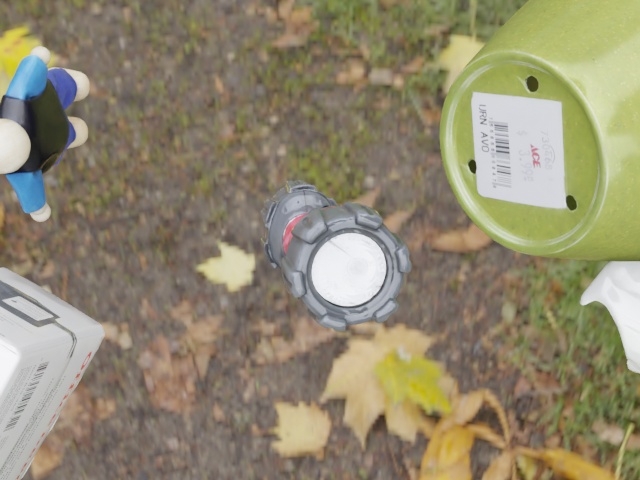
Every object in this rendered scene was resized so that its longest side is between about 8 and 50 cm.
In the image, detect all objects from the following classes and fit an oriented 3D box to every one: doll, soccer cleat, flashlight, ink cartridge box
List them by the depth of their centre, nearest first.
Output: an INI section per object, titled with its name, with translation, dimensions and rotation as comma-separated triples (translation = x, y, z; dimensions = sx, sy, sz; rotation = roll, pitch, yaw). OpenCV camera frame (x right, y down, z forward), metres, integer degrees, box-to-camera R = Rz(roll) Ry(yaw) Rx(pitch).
[ink cartridge box]
translation = -0.253, 0.116, 1.051
dimensions = 0.100, 0.237, 0.172
rotation = 31, 93, 4
[doll]
translation = -0.206, -0.077, 1.107
dimensions = 0.046, 0.189, 0.129
rotation = 4, 102, 3
[soccer cleat]
translation = 0.288, 0.095, 1.206
dimensions = 0.076, 0.068, 0.196
rotation = -40, 83, 15
[flashlight]
translation = 0.000, 0.000, 1.344
dimensions = 0.103, 0.304, 0.103
rotation = -45, 104, 1

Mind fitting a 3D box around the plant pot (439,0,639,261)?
[plant pot]
translation = 0.228, -0.093, 1.071
dimensions = 0.293, 0.275, 0.275
rotation = -22, 58, -41
